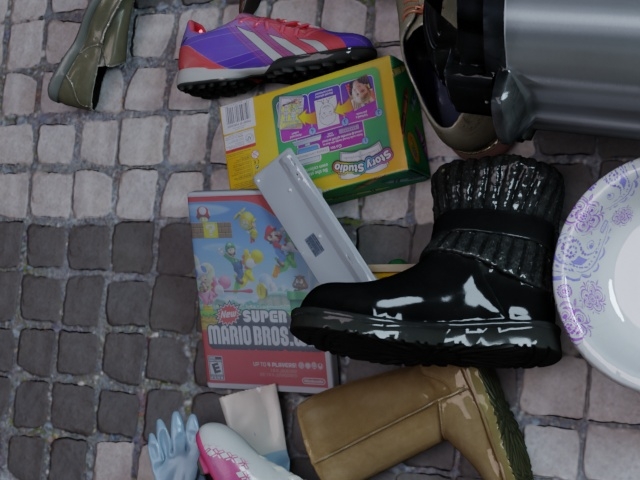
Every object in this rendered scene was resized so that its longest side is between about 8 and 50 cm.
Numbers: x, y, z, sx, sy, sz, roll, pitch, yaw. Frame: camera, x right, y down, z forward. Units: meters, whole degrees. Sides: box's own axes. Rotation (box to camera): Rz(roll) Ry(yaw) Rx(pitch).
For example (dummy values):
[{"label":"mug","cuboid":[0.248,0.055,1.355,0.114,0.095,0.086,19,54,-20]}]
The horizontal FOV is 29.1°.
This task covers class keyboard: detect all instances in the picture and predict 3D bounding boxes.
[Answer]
[{"label":"keyboard","cuboid":[0.000,0.000,1.631,0.072,0.014,0.256,-40,75,28]}]

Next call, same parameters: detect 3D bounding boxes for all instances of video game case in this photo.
[{"label":"video game case","cuboid":[-0.080,0.070,1.716,0.204,0.025,0.285,0,100,26]}]

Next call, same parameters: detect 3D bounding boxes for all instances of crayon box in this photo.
[{"label":"crayon box","cuboid":[0.002,-0.137,1.724,0.278,0.081,0.165,-13,77,24]}]

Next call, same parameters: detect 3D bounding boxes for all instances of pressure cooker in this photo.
[{"label":"pressure cooker","cuboid":[0.328,-0.294,1.420,0.420,0.370,0.376,10,110,24]}]

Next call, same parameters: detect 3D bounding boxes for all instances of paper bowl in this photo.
[{"label":"paper bowl","cuboid":[0.427,0.045,1.450,0.284,0.148,0.284,-5,80,26]}]

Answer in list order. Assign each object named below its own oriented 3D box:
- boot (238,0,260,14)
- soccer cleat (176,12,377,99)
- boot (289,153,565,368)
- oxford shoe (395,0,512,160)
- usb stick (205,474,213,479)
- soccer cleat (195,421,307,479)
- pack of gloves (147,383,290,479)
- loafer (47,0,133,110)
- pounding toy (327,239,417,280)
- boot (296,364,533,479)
[{"label":"boot","cuboid":[-0.143,-0.384,1.858,0.114,0.037,0.106,10,74,24]},{"label":"soccer cleat","cuboid":[-0.069,-0.279,1.769,0.318,0.108,0.116,-4,82,29]},{"label":"boot","cuboid":[0.137,0.020,1.534,0.347,0.131,0.260,4,69,-8]},{"label":"oxford shoe","cuboid":[0.164,-0.305,1.632,0.140,0.146,0.397,-23,71,24]},{"label":"usb stick","cuboid":[-0.147,0.424,1.734,0.077,0.045,0.278,-22,73,13]},{"label":"soccer cleat","cuboid":[-0.029,0.357,1.630,0.143,0.116,0.331,-36,88,8]},{"label":"pack of gloves","cuboid":[-0.128,0.335,1.719,0.195,0.046,0.232,-14,83,-2]},{"label":"loafer","cuboid":[-0.330,-0.309,1.922,0.087,0.094,0.251,33,108,2]},{"label":"pounding toy","cuboid":[0.084,0.074,1.641,0.130,0.100,0.141,-2,81,26]},{"label":"boot","cuboid":[0.122,0.272,1.607,0.269,0.089,0.236,-27,66,22]}]
